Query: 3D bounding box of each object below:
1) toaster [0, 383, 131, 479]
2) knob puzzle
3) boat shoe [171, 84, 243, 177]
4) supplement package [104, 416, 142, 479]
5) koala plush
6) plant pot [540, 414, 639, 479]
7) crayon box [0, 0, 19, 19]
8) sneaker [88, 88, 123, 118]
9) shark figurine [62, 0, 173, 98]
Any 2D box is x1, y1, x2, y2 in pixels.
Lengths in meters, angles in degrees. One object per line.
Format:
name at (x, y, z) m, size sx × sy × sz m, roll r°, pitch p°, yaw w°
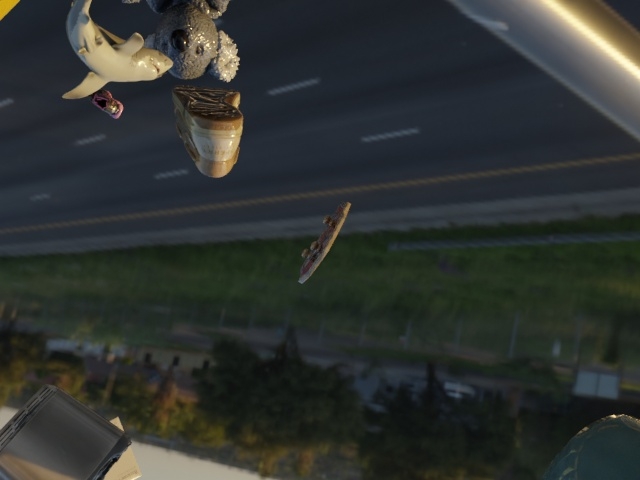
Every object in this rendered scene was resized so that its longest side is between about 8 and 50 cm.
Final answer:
toaster at (-0.365, 0.298, 1.302) m, size 0.146 × 0.227 × 0.129 m, roll 39°, pitch 130°, yaw -2°
knob puzzle at (0.000, 0.000, 1.953) m, size 0.030 × 0.213 × 0.213 m, roll 31°, pitch 164°, yaw -6°
boat shoe at (-0.201, -0.199, 1.679) m, size 0.121 × 0.110 × 0.341 m, roll 3°, pitch -161°, yaw -9°
supplement package at (-0.563, 0.513, 2.078) m, size 0.204 × 0.145 × 0.262 m, roll -24°, pitch 178°, yaw 40°
koala plush at (-0.216, -0.366, 1.566) m, size 0.196 × 0.221 × 0.203 m, roll -2°, pitch -157°, yaw 0°
plant pot at (0.438, 0.404, 1.271) m, size 0.290 × 0.290 × 0.195 m, roll 23°, pitch 180°, yaw -37°
crayon box at (-0.562, -0.506, 1.412) m, size 0.106 × 0.313 × 0.363 m, roll -5°, pitch 127°, yaw 17°
sneaker at (-0.522, -0.333, 2.285) m, size 0.119 × 0.047 × 0.057 m, roll 33°, pitch -169°, yaw 36°
shark figurine at (-0.315, -0.303, 1.321) m, size 0.166 × 0.116 × 0.278 m, roll -25°, pitch 159°, yaw -6°
